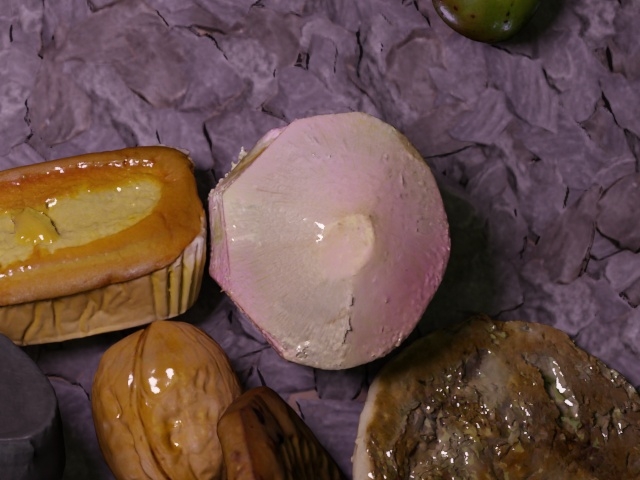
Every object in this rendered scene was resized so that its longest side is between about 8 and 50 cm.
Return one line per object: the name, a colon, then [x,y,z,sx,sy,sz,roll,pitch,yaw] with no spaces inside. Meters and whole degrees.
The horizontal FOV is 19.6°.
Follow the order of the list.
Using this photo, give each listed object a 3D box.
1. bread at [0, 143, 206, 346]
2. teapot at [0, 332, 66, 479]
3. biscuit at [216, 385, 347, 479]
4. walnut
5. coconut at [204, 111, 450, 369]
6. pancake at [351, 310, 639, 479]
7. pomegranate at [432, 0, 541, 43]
bread: [-0.246,0.007,1.703,0.288,0.119,0.152,-11,48,-10]
teapot: [-0.367,0.249,1.563,0.300,0.253,0.344,35,110,9]
biscuit: [0.009,0.289,1.637,0.046,0.359,0.359,-26,91,11]
walnut: [-0.140,0.164,1.718,0.144,0.144,0.180,-24,97,-11]
coconut: [0.000,0.000,1.697,0.233,0.245,0.233,1,86,-8]
pancake: [0.184,0.232,1.767,0.356,0.065,0.356,8,71,-25]
pomegranate: [0.170,-0.258,1.802,0.114,0.142,0.115,9,60,-16]
